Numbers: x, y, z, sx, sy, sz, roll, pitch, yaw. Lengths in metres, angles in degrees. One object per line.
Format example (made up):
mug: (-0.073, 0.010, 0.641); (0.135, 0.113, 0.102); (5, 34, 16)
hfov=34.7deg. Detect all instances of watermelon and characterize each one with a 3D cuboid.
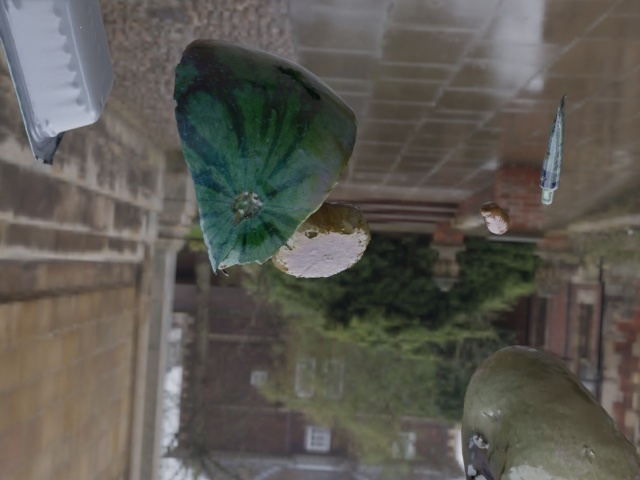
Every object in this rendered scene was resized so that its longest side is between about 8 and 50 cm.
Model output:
watermelon: (-0.062, -0.099, 0.869); (0.128, 0.146, 0.231); (-29, -151, 23)

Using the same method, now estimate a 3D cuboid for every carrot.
carrot: (0.237, -0.034, 1.408); (0.035, 0.035, 0.142); (3, 171, 21)

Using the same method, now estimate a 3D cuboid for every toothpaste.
toothpaste: (0.440, -0.167, 1.929); (0.037, 0.216, 0.062); (11, -148, 15)

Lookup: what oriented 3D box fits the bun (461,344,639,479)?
bun: (0.247, 0.242, 1.061); (0.168, 0.273, 0.273); (-36, -179, -3)

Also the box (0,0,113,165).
box: (-0.400, -0.312, 1.588); (0.106, 0.336, 0.264); (-3, -144, 3)

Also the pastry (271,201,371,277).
pastry: (0.000, 0.000, 1.981); (0.193, 0.093, 0.182); (1, 145, -20)
